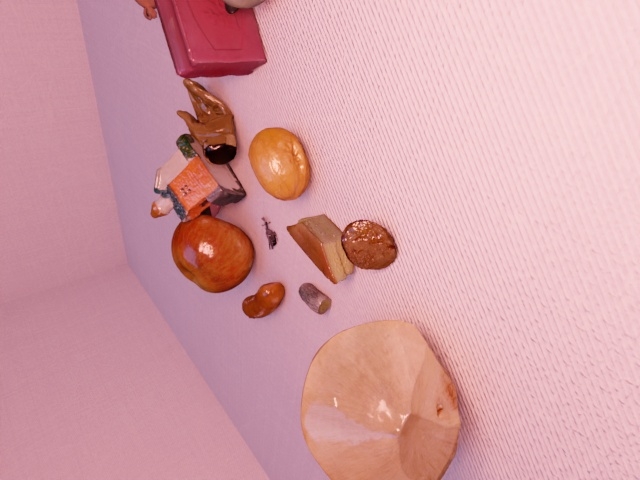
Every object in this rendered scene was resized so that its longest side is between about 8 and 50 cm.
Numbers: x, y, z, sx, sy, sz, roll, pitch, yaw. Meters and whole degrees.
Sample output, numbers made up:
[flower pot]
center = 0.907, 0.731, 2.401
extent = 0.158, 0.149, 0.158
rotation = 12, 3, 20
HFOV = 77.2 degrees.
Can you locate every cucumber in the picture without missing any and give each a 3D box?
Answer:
[cucumber]
center = -0.021, 0.179, 1.246
extent = 0.112, 0.064, 0.064
rotation = 35, 133, 40

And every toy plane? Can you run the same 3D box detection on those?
[toy plane]
center = -0.177, -0.025, 1.377
extent = 0.049, 0.031, 0.121
rotation = 5, 114, 61

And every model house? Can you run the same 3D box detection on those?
[model house]
center = -0.463, -0.178, 1.408
extent = 0.300, 0.190, 0.272
rotation = -38, 82, 9

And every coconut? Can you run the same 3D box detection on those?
[coconut]
center = 0.137, 0.376, 0.900
extent = 0.415, 0.344, 0.415
rotation = 48, 167, 15

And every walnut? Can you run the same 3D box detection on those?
[walnut]
center = -0.107, -0.205, 1.085
extent = 0.159, 0.159, 0.207
rotation = -26, 85, 55

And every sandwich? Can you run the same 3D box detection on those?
[sandwich]
center = 0.000, 0.000, 1.100
extent = 0.258, 0.094, 0.096
rotation = 46, 140, 31

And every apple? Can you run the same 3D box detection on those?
[apple]
center = -0.403, 0.056, 1.474
extent = 0.309, 0.250, 0.277
rotation = 15, 160, 7

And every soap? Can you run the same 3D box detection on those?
[soap]
center = -0.310, -0.633, 1.070
extent = 0.128, 0.232, 0.360
rotation = -5, 102, 52

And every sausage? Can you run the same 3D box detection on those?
[sausage]
center = -0.213, 0.226, 1.492
extent = 0.109, 0.108, 0.270
rotation = 62, 144, 10

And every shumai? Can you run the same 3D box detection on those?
[shumai]
center = 0.113, -0.002, 0.963
extent = 0.123, 0.139, 0.105
rotation = -30, 48, 27

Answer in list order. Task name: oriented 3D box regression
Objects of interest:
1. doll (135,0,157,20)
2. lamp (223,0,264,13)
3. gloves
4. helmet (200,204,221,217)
[doll]
center = -0.557, -0.918, 1.366
extent = 0.201, 0.156, 0.304
rotation = 117, 152, -56
[lamp]
center = -0.182, -0.678, 0.942
extent = 0.197, 0.197, 0.244
rotation = -14, 73, 54
[gloves]
center = -0.376, -0.403, 1.350
extent = 0.154, 0.141, 0.331
rotation = -45, 62, 40
[helmet]
center = -0.474, -0.159, 1.603
extent = 0.199, 0.154, 0.253
rotation = 64, 161, 2
